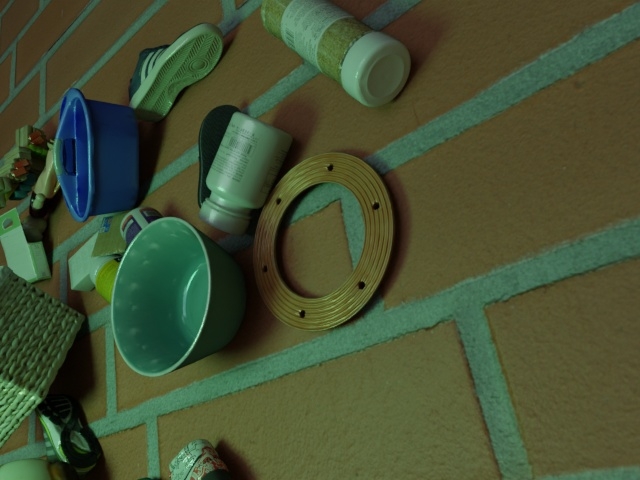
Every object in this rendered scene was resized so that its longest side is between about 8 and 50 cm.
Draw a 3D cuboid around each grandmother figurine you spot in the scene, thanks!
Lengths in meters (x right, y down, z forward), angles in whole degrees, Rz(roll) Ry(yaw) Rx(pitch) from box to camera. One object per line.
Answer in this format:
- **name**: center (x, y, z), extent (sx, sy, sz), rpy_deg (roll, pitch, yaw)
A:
- **grandmother figurine**: center (-0.885, -0.147, 1.793), extent (0.342, 0.104, 0.208), rpy_deg (-65, 15, 12)

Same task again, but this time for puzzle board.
- **puzzle board**: center (-0.520, -0.015, 1.411), extent (0.096, 0.011, 0.128), rpy_deg (-10, 51, 13)

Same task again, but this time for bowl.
- **bowl**: center (-0.270, 0.118, 1.146), extent (0.312, 0.163, 0.311), rpy_deg (-9, 75, 37)

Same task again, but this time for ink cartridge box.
- **ink cartridge box**: center (-0.948, 0.025, 1.777), extent (0.171, 0.056, 0.235), rpy_deg (-15, 89, 38)

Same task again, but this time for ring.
- **ring**: center (0.000, 0.000, 1.039), extent (0.337, 0.032, 0.336), rpy_deg (-11, 73, 39)

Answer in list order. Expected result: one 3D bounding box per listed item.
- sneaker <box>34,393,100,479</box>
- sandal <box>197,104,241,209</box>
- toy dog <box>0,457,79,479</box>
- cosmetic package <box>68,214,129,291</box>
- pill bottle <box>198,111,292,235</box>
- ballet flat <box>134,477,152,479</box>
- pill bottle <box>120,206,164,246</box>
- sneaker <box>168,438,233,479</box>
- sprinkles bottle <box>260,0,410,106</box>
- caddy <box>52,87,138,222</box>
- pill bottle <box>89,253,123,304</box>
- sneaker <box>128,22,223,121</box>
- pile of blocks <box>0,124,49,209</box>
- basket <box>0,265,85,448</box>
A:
- **sneaker**: center (-0.671, 0.508, 1.433), extent (0.300, 0.111, 0.121), rpy_deg (39, 108, 41)
- **sandal**: center (-0.234, -0.182, 1.251), extent (0.054, 0.097, 0.254), rpy_deg (171, 109, -67)
- **toy dog**: center (-0.670, 0.690, 1.214), extent (0.395, 0.285, 0.407), rpy_deg (101, 163, -61)
- **cosmetic package**: center (-0.594, 0.039, 1.515), extent (0.239, 0.060, 0.098), rpy_deg (-35, 60, 29)
- **pill bottle**: center (-0.159, -0.133, 1.141), extent (0.131, 0.131, 0.229), rpy_deg (30, 99, 41)
- **ballet flat**: center (-0.346, 0.544, 1.079), extent (0.316, 0.108, 0.106), rpy_deg (134, 126, -75)
- **pill bottle**: center (-0.387, 0.011, 1.315), extent (0.193, 0.108, 0.108), rpy_deg (43, 107, 39)
- **sneaker**: center (-0.256, 0.524, 1.090), extent (0.145, 0.090, 0.270), rpy_deg (38, 110, 50)
- **sprinkles bottle**: center (0.017, -0.383, 1.061), extent (0.121, 0.121, 0.355), rpy_deg (-55, 51, 16)
- **caddy**: center (-0.602, -0.218, 1.455), extent (0.241, 0.179, 0.341), rpy_deg (19, 110, 46)
- **pill bottle**: center (-0.469, 0.109, 1.351), extent (0.208, 0.119, 0.119), rpy_deg (25, 96, 41)
- **sneaker**: center (-0.385, -0.457, 1.417), extent (0.350, 0.131, 0.148), rpy_deg (-32, 65, 31)
- **pile of blocks**: center (-0.955, -0.236, 1.820), extent (0.113, 0.149, 0.362), rpy_deg (-19, 45, 28)
- **basket**: center (-0.842, 0.314, 1.443), extent (0.328, 0.266, 0.331), rpy_deg (-44, 24, 24)
